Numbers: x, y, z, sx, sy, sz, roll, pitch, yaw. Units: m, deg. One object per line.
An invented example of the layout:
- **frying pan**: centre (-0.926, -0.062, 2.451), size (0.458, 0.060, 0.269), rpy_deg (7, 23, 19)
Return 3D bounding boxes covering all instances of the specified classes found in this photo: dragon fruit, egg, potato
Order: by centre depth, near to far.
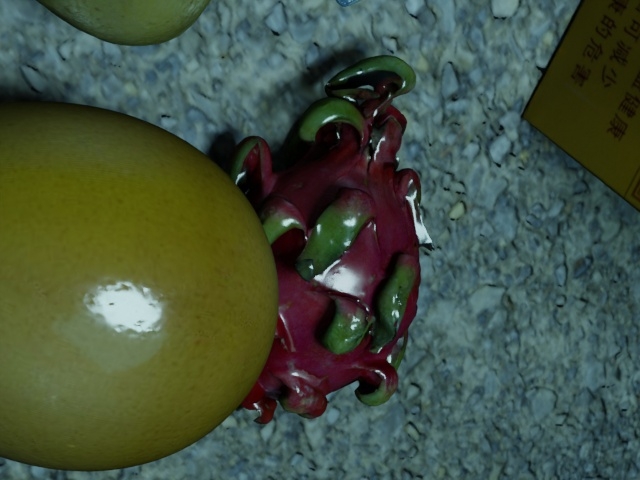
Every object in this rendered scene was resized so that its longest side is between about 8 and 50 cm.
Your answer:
- **potato**: centre (-0.137, -0.206, 1.273), size (0.157, 0.157, 0.194), rpy_deg (-35, 151, -15)
- **egg**: centre (-0.183, 0.029, 1.322), size (0.323, 0.250, 0.250), rpy_deg (13, 113, -27)
- **dragon fruit**: centre (-0.009, 0.005, 1.517), size (0.198, 0.272, 0.218), rpy_deg (-9, 153, 24)

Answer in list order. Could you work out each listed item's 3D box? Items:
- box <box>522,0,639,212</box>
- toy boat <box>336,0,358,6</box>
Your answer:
- **box**: centre (0.379, -0.100, 1.578), size (0.116, 0.415, 0.264), rpy_deg (9, 114, -44)
- **toy boat**: centre (0.023, -0.231, 1.437), size (0.059, 0.066, 0.140), rpy_deg (-28, 135, -16)
